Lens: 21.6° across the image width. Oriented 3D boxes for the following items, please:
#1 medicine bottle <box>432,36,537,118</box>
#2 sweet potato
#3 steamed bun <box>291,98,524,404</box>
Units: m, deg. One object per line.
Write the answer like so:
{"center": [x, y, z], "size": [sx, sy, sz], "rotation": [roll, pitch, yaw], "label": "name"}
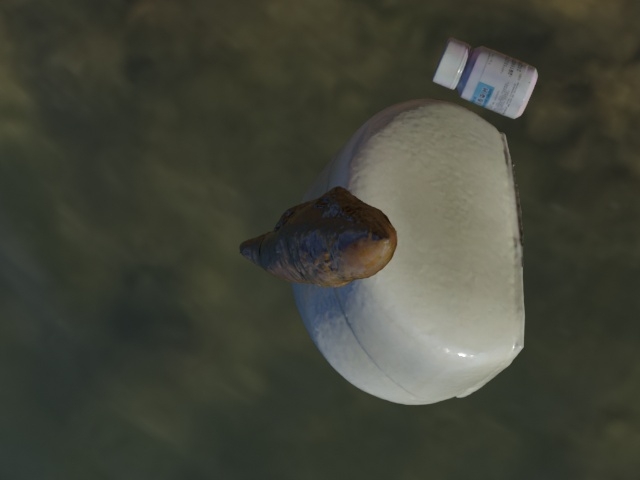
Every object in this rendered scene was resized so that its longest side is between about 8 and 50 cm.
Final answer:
{"center": [0.151, -0.151, 1.544], "size": [0.089, 0.052, 0.052], "rotation": [23, 136, 1], "label": "medicine bottle"}
{"center": [0.000, 0.000, 1.119], "size": [0.060, 0.068, 0.206], "rotation": [9, 169, -29], "label": "sweet potato"}
{"center": [0.068, 0.007, 1.389], "size": [0.164, 0.242, 0.146], "rotation": [11, 150, -20], "label": "steamed bun"}
